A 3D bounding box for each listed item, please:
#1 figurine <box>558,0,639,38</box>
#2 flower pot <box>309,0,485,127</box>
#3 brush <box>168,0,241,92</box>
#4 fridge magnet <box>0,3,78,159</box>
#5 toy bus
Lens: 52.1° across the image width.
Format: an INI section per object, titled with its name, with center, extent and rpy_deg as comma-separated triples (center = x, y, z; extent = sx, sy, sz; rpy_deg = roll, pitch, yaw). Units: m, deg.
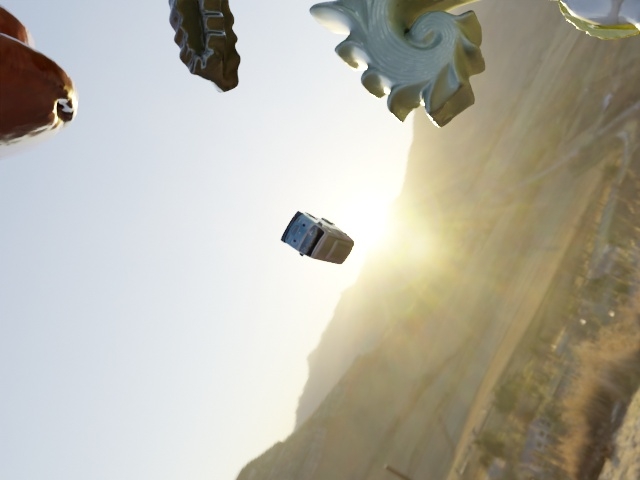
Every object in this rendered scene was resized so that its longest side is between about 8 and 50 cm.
[figurine]
center = 0.295, -0.236, 0.619
extent = 0.109, 0.178, 0.130
rpy_deg = -42, -27, -16
[flower pot]
center = 0.184, -0.341, 0.861
extent = 0.367, 0.254, 0.164
rpy_deg = -42, -14, 16
[brush]
center = -0.155, -0.330, 0.824
extent = 0.084, 0.071, 0.301
rpy_deg = 33, -136, -68
[fridge magnet]
center = -0.442, -0.161, 0.674
extent = 0.363, 0.363, 0.155
rpy_deg = 66, -161, -82
[toy bus]
center = 0.000, 0.000, 1.025
extent = 0.060, 0.075, 0.123
rpy_deg = -59, -27, 8
